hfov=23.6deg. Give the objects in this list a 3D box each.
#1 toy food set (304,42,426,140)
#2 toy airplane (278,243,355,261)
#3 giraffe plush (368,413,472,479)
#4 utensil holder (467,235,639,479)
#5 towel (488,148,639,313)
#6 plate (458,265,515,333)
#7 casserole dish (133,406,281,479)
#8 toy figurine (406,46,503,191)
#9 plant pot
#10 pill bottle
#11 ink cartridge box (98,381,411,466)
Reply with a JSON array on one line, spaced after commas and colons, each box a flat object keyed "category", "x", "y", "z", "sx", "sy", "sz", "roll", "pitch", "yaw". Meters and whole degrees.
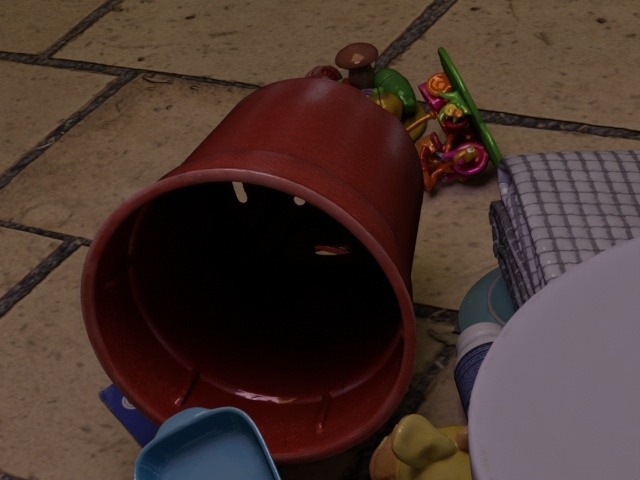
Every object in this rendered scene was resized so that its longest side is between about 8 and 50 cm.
[{"category": "toy food set", "x": 0.038, "y": -0.175, "z": 1.768, "sx": 0.128, "sy": 0.071, "sz": 0.218, "roll": -20, "pitch": 34, "yaw": -9}, {"category": "toy airplane", "x": 0.000, "y": 0.000, "z": 1.535, "sx": 0.151, "sy": 0.028, "sz": 0.151, "roll": 2, "pitch": 18, "yaw": -1}, {"category": "giraffe plush", "x": 0.070, "y": 0.202, "z": 1.066, "sx": 0.210, "sy": 0.170, "sz": 0.181, "roll": 18, "pitch": 4, "yaw": 31}, {"category": "utensil holder", "x": 0.254, "y": 0.223, "z": 0.832, "sx": 0.327, "sy": 0.385, "sz": 0.328, "roll": -10, "pitch": 33, "yaw": 7}, {"category": "towel", "x": 0.280, "y": 0.035, "z": 1.305, "sx": 0.235, "sy": 0.121, "sz": 0.284, "roll": 0, "pitch": 36, "yaw": -7}, {"category": "plate", "x": 0.218, "y": 0.055, "z": 1.411, "sx": 0.188, "sy": 0.024, "sz": 0.188, "roll": -10, "pitch": 35, "yaw": 7}, {"category": "casserole dish", "x": -0.075, "y": 0.220, "z": 1.205, "sx": 0.114, "sy": 0.037, "sz": 0.188, "roll": -27, "pitch": 62, "yaw": 5}, {"category": "toy figurine", "x": 0.097, "y": -0.096, "z": 1.629, "sx": 0.159, "sy": 0.130, "sz": 0.173, "roll": -28, "pitch": 59, "yaw": 4}, {"category": "plant pot", "x": -0.031, "y": 0.002, "z": 1.306, "sx": 0.272, "sy": 0.272, "sz": 0.265, "roll": -3, "pitch": 28, "yaw": 16}, {"category": "pill bottle", "x": 0.150, "y": 0.124, "z": 1.298, "sx": 0.067, "sy": 0.067, "sz": 0.120, "roll": -14, "pitch": 34, "yaw": 1}, {"category": "ink cartridge box", "x": -0.069, "y": 0.123, "z": 1.399, "sx": 0.224, "sy": 0.045, "sz": 0.223, "roll": -28, "pitch": 36, "yaw": -20}]
